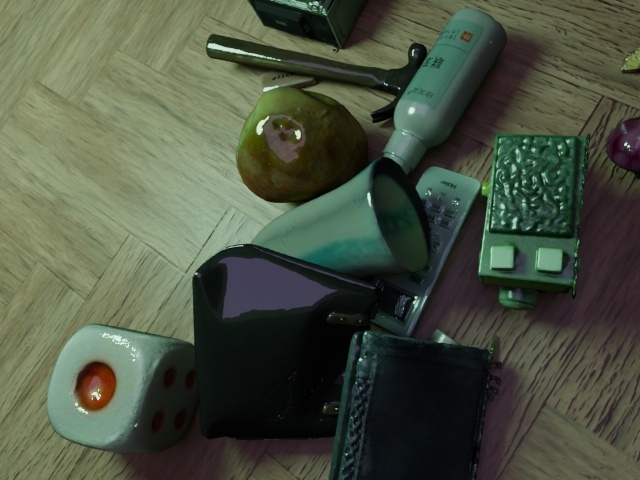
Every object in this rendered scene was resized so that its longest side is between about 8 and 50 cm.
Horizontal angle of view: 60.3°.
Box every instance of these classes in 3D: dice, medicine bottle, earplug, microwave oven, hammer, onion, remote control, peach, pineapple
[{"bbox_3d":[-0.333,0.254,0.960,0.194,0.192,0.193,6,78,20],"label":"dice"},{"bbox_3d":[0.183,0.195,0.885,0.058,0.058,0.091,35,88,23],"label":"medicine bottle"},{"bbox_3d":[0.000,0.000,0.932,0.324,0.185,0.185,-18,69,33],"label":"earplug"},{"bbox_3d":[-0.027,-0.504,1.108,0.205,0.129,0.163,23,82,22],"label":"microwave oven"},{"bbox_3d":[0.194,-0.233,0.973,0.110,0.110,0.352,31,86,22],"label":"medicine bottle"},{"bbox_3d":[-0.022,-0.345,1.084,0.439,0.044,0.168,17,78,15],"label":"hammer"},{"bbox_3d":[0.511,-0.145,0.863,0.115,0.115,0.104,-2,119,17],"label":"onion"},{"bbox_3d":[0.172,0.017,0.943,0.103,0.051,0.293,25,86,30],"label":"remote control"},{"bbox_3d":[-0.025,-0.157,0.969,0.235,0.214,0.214,13,78,-11],"label":"peach"},{"bbox_3d":[0.549,-0.306,0.932,0.083,0.019,0.045,-4,80,16],"label":"pineapple"}]

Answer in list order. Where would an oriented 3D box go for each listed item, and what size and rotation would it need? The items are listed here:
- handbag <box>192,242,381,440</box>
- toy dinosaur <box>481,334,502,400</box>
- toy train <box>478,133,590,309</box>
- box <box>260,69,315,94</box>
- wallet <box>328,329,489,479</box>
[{"bbox_3d":[-0.049,0.173,0.883,0.287,0.152,0.342,6,111,11],"label":"handbag"},{"bbox_3d":[0.257,0.206,0.879,0.060,0.029,0.120,8,77,31],"label":"toy dinosaur"},{"bbox_3d":[0.318,-0.033,0.836,0.159,0.188,0.272,6,79,20],"label":"toy train"},{"bbox_3d":[-0.067,-0.331,1.128,0.115,0.025,0.048,-10,71,15],"label":"box"},{"bbox_3d":[0.126,0.313,0.800,0.237,0.075,0.342,12,83,-23],"label":"wallet"}]
